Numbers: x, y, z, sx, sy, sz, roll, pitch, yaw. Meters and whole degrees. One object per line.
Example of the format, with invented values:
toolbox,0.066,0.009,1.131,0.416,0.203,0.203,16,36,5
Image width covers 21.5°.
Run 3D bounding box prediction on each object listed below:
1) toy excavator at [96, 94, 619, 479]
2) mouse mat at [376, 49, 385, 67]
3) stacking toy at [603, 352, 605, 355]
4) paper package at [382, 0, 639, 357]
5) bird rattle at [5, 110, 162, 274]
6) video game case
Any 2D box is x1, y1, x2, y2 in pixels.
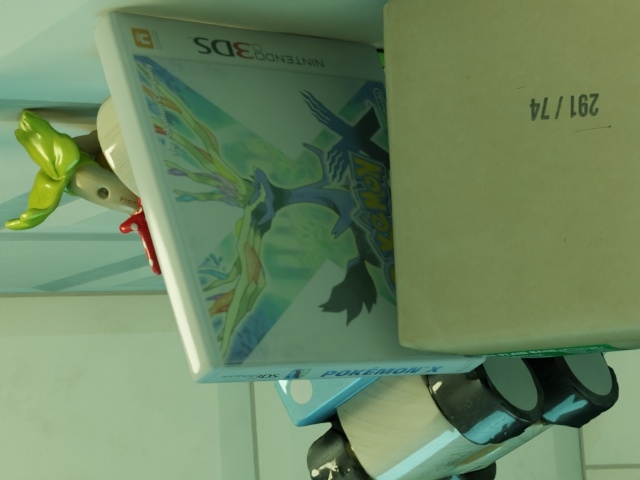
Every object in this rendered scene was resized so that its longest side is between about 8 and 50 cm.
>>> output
toy excavator,0.019,0.036,1.623,0.222,0.445,0.433,-40,158,30
mouse mat,-0.029,-0.168,1.640,0.189,0.007,0.152,-2,174,-24
stacking toy,0.095,-0.049,1.830,0.479,0.351,0.350,19,165,-22
paper package,0.228,-0.067,1.331,0.324,0.310,0.168,-8,170,36
bird rattle,-0.207,-0.070,1.818,0.253,0.143,0.207,10,-159,11
video game case,-0.022,-0.037,1.427,0.300,0.329,0.036,2,151,-40
